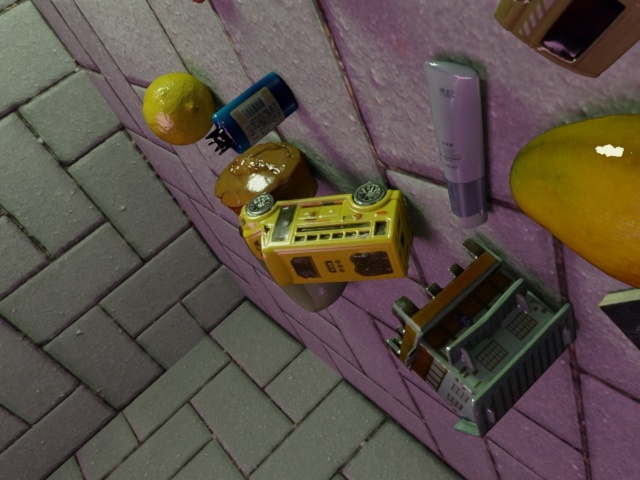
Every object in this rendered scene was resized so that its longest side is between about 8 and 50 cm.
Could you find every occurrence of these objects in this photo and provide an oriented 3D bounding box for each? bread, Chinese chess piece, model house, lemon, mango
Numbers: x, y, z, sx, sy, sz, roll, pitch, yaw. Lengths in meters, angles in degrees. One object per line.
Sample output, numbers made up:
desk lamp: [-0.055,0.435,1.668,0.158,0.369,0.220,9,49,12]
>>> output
bread: [-0.126,-0.126,1.167,0.143,0.195,0.269,49,164,-29]
Chinese chess piece: [-0.072,0.037,1.464,0.349,0.146,0.349,43,163,17]
model house: [0.246,0.152,0.830,0.215,0.224,0.198,45,161,23]
lemon: [-0.355,-0.328,1.311,0.203,0.178,0.178,19,146,55]
mango: [0.295,-0.035,0.489,0.177,0.119,0.317,55,170,-30]

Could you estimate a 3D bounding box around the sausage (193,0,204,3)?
sausage: [-0.217,-0.457,0.938,0.034,0.034,0.083,51,162,-8]

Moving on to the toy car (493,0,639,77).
toy car: [0.211,-0.217,0.312,0.124,0.101,0.257,41,164,6]

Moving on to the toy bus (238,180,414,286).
toy bus: [0.000,0.000,0.990,0.329,0.152,0.144,-5,137,21]

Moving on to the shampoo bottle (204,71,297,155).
shampoo bottle: [-0.131,-0.227,0.971,0.087,0.183,0.050,54,160,-20]

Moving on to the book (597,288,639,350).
book: [0.519,0.187,0.560,0.374,0.028,0.262,48,161,1]

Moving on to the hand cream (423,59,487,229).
hand cream: [0.182,-0.118,0.686,0.079,0.048,0.255,26,150,39]
